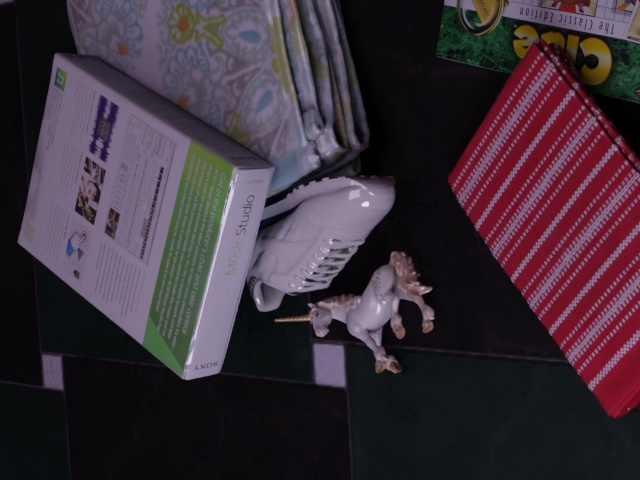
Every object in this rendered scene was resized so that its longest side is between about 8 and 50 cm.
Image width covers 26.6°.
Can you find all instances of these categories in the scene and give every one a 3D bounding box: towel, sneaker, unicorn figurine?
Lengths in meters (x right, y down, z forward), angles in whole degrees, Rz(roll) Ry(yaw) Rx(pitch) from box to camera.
[{"bbox_3d":[-0.116,-0.175,1.422,0.374,0.090,0.321,-20,78,43],"label":"towel"},{"bbox_3d":[0.220,-0.007,1.131,0.275,0.031,0.199,58,143,24],"label":"towel"},{"bbox_3d":[0.000,0.000,1.320,0.235,0.090,0.095,-28,62,55],"label":"sneaker"},{"bbox_3d":[0.048,0.073,1.318,0.162,0.060,0.111,-45,54,22],"label":"unicorn figurine"}]

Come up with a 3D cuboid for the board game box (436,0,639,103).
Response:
[{"bbox_3d":[0.212,-0.197,1.137,0.259,0.030,0.136,20,111,41],"label":"board game box"}]

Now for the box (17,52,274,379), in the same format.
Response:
[{"bbox_3d":[-0.192,-0.033,1.410,0.322,0.058,0.232,34,117,39],"label":"box"}]
